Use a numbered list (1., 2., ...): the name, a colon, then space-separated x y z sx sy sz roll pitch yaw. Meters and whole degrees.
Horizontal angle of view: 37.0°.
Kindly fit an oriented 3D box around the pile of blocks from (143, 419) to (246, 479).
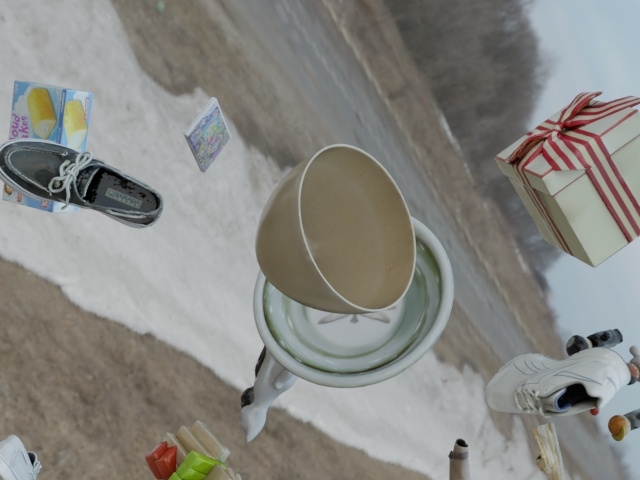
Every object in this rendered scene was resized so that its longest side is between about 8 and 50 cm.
1. pile of blocks: -0.186 0.425 1.428 0.112 0.149 0.362 37 25 -48

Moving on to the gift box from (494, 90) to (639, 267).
1. gift box: 0.527 -0.134 1.853 0.258 0.255 0.276 55 -7 -18

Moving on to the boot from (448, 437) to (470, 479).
1. boot: 0.253 0.411 1.717 0.118 0.042 0.087 -119 -146 -78

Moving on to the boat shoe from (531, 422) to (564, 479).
1. boat shoe: 0.526 0.505 2.213 0.063 0.059 0.170 -26 105 -70

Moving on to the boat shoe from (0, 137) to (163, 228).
1. boat shoe: -0.420 -0.102 1.664 0.306 0.113 0.105 26 -13 -9

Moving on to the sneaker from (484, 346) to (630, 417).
1. sneaker: 0.426 0.278 1.801 0.129 0.297 0.111 -37 101 -47

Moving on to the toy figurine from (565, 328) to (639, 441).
1. toy figurine: 0.646 0.317 2.129 0.209 0.148 0.213 34 -56 49

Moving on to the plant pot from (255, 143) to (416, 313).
1. plant pot: 0.000 0.000 1.621 0.284 0.191 0.284 19 62 -42

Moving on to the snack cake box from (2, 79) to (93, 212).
1. snack cake box: -0.590 -0.203 2.063 0.089 0.152 0.264 -10 110 -64

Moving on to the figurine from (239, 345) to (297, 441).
1. figurine: -0.121 0.327 2.112 0.092 0.209 0.215 26 7 -6

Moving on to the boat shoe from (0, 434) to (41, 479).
1. boat shoe: -0.451 0.344 1.436 0.066 0.063 0.184 31 -29 26

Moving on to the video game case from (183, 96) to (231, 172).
1. video game case: -0.196 -0.183 1.672 0.011 0.087 0.122 27 -20 21

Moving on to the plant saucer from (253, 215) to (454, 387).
1. plant saucer: 0.069 0.118 1.908 0.100 0.400 0.401 67 6 -59
